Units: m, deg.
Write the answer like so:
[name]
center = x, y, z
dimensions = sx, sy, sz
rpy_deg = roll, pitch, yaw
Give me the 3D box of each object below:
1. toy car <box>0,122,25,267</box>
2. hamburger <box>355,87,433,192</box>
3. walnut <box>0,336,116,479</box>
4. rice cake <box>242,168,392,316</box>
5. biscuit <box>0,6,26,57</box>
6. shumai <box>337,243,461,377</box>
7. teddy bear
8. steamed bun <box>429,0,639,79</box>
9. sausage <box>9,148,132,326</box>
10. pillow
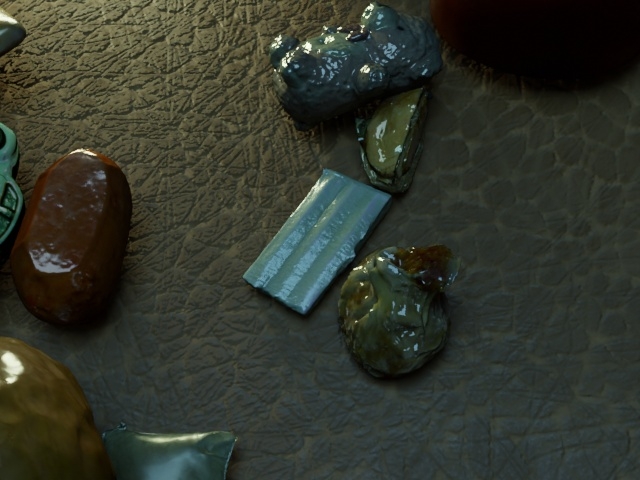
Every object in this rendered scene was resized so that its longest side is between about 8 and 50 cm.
[toy car]
center = -0.496, -0.042, 1.615
dimensions = 0.125, 0.136, 0.306
rpy_deg = 22, 47, -13
[hamburger]
center = 0.106, -0.155, 1.689
dimensions = 0.102, 0.087, 0.176
rpy_deg = 8, 71, 28
[walnut]
center = -0.398, 0.310, 1.311
dimensions = 0.308, 0.354, 0.398
rpy_deg = -6, 48, -27
[rice cake]
center = 0.000, 0.000, 1.626
dimensions = 0.127, 0.043, 0.237
rpy_deg = 28, 67, 18
[biscuit]
center = -0.624, -0.322, 1.808
dimensions = 0.237, 0.062, 0.290
rpy_deg = -36, 38, -13
[shumai]
center = 0.106, 0.073, 1.517
dimensions = 0.161, 0.153, 0.209
rpy_deg = 11, 58, 3
[teddy bear]
center = 0.056, -0.275, 1.715
dimensions = 0.267, 0.151, 0.236
rpy_deg = -23, 32, -2
[steamed bun]
center = 0.360, -0.387, 1.704
dimensions = 0.379, 0.235, 0.248
rpy_deg = 0, 55, 4
[sausage]
center = -0.357, -0.008, 1.600
dimensions = 0.153, 0.141, 0.268
rpy_deg = 10, 62, -3
[pillow]
center = -0.210, 0.377, 1.408
dimensions = 0.185, 0.075, 0.302
rpy_deg = 0, 61, 8
